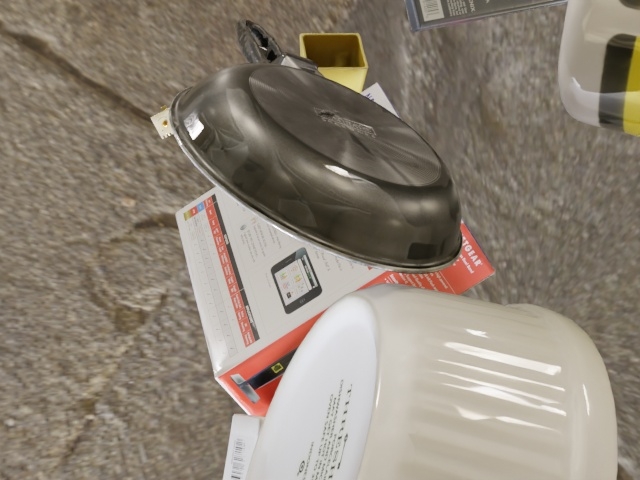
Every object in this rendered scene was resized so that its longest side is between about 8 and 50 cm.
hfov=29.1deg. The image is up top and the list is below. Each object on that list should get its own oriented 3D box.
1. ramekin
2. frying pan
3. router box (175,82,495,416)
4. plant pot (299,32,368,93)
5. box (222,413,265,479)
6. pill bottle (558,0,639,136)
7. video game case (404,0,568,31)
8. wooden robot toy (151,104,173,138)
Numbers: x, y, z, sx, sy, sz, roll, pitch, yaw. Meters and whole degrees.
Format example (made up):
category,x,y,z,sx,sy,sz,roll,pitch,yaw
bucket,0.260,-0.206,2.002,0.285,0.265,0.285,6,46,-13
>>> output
category,x,y,z,sx,sy,sz,roll,pitch,yaw
ramekin,0.043,0.149,0.715,0.127,0.273,0.272,20,88,-14
frying pan,0.013,-0.076,0.802,0.197,0.326,0.053,27,115,-4
router box,0.000,0.000,1.388,0.301,0.335,0.082,-32,124,7
plant pot,0.014,-0.216,1.623,0.081,0.083,0.081,-1,44,-8
box,0.031,0.318,1.320,0.058,0.322,0.232,-1,77,54
pill bottle,0.329,-0.126,0.743,0.334,0.188,0.187,16,88,18
video game case,0.207,-0.351,1.369,0.274,0.026,0.196,-13,91,-18
wooden robot toy,-0.095,-0.137,1.335,0.173,0.076,0.079,-24,102,13
